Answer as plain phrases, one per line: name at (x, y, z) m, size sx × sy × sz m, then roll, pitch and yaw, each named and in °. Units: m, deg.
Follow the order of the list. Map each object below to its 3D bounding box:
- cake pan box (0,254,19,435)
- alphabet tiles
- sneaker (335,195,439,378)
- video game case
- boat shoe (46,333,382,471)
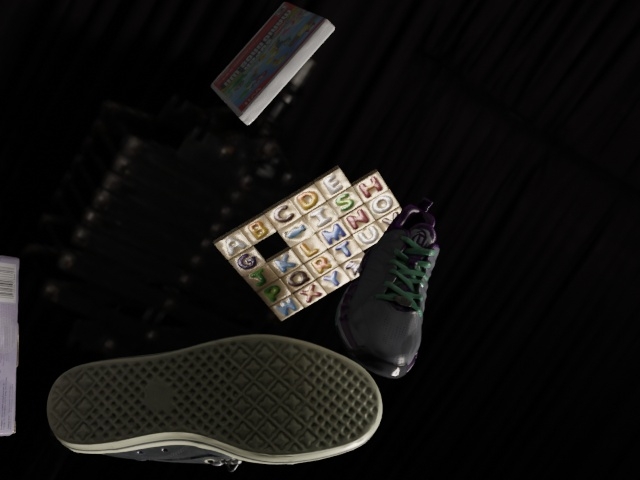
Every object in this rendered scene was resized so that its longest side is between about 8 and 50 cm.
cake pan box at (-0.512, 0.131, 1.371) m, size 0.070 × 0.267 × 0.245 m, roll -4°, pitch 172°, yaw 27°
alphabet tiles at (0.000, 0.000, 1.427) m, size 0.198 × 0.237 × 0.009 m, roll 53°, pitch -171°, yaw -43°
sneaker at (0.071, 0.035, 0.983) m, size 0.083 × 0.098 × 0.224 m, roll 23°, pitch -152°, yaw -7°
video game case at (-0.087, -0.301, 1.710) m, size 0.025 × 0.204 × 0.285 m, roll 41°, pitch -176°, yaw -23°
boat shoe at (-0.152, 0.245, 1.534) m, size 0.499 × 0.187 × 0.156 m, roll -5°, pitch 162°, yaw 12°
